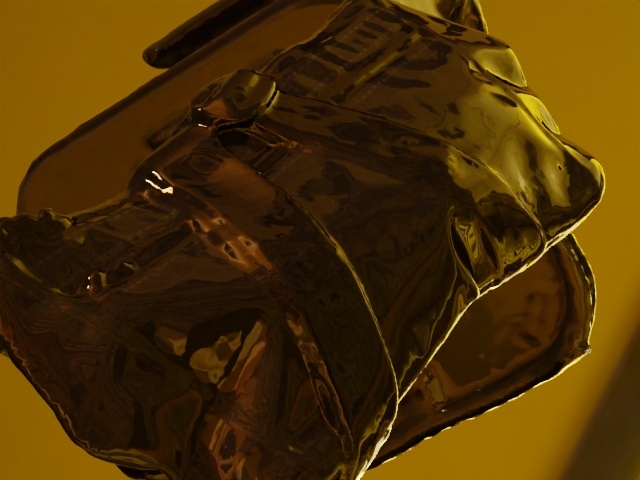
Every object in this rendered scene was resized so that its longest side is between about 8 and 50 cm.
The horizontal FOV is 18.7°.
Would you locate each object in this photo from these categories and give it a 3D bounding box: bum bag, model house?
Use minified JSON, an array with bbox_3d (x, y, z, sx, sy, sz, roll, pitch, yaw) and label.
[{"bbox_3d":[0.000,0.000,0.443,0.087,0.049,0.198,35,-140,11],"label":"bum bag"},{"bbox_3d":[0.023,-0.051,0.931,0.205,0.218,0.278,54,-150,-16],"label":"model house"}]
